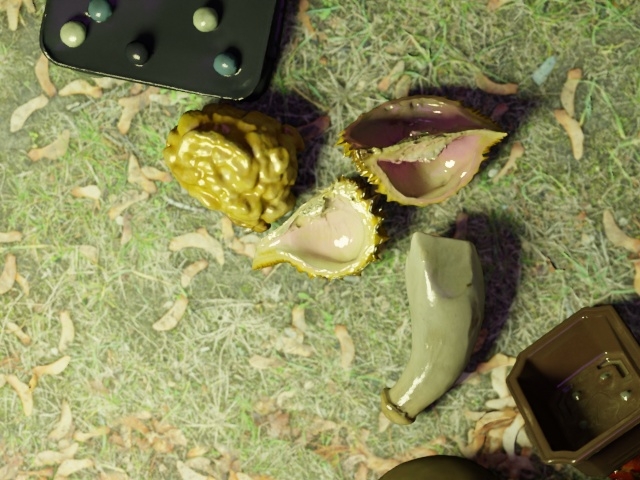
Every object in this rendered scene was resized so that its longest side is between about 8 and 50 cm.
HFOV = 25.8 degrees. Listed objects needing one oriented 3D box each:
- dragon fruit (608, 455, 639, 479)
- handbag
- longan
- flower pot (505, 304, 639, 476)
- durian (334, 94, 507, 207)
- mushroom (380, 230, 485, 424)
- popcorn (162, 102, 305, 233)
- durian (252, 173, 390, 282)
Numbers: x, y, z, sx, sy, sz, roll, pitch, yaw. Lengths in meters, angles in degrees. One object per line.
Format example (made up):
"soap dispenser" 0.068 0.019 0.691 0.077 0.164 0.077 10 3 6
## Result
"dragon fruit" 0.403 0.267 1.828 0.147 0.096 0.102 40 94 4
"handbag" -0.210 -0.342 1.908 0.325 0.118 0.269 11 94 8
"longan" 0.163 0.378 1.832 0.220 0.196 0.196 32 98 13
"flower pot" 0.350 0.202 1.781 0.179 0.251 0.084 -38 116 11
"durian" 0.129 -0.126 1.838 0.182 0.132 0.165 -42 87 -9
"mushroom" 0.154 0.123 1.868 0.118 0.103 0.270 11 100 10
"popcorn" -0.110 -0.108 1.888 0.163 0.140 0.194 -44 86 15
"durian" 0.000 -0.010 1.906 0.224 0.078 0.140 -22 108 29
